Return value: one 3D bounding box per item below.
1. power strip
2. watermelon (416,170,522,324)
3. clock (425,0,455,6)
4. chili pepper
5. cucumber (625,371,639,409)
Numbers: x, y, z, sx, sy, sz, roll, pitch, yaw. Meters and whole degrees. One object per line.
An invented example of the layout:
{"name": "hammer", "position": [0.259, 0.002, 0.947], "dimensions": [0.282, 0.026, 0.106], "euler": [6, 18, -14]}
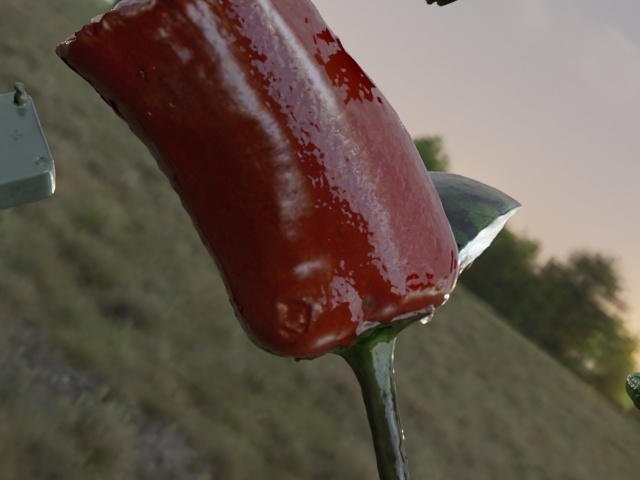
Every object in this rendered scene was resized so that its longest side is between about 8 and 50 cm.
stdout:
{"name": "power strip", "position": [-0.305, -0.031, 1.188], "dimensions": [0.061, 0.216, 0.145], "euler": [98, -28, -57]}
{"name": "watermelon", "position": [0.084, -0.006, 1.375], "dimensions": [0.137, 0.145, 0.193], "euler": [30, 17, -30]}
{"name": "clock", "position": [0.227, -0.243, 1.014], "dimensions": [0.279, 0.273, 0.049], "euler": [-18, -73, 47]}
{"name": "chili pepper", "position": [0.004, -0.003, 0.858], "dimensions": [0.338, 0.135, 0.131], "euler": [57, 18, -9]}
{"name": "cucumber", "position": [0.227, 0.090, 0.835], "dimensions": [0.039, 0.039, 0.168], "euler": [35, -21, -33]}
